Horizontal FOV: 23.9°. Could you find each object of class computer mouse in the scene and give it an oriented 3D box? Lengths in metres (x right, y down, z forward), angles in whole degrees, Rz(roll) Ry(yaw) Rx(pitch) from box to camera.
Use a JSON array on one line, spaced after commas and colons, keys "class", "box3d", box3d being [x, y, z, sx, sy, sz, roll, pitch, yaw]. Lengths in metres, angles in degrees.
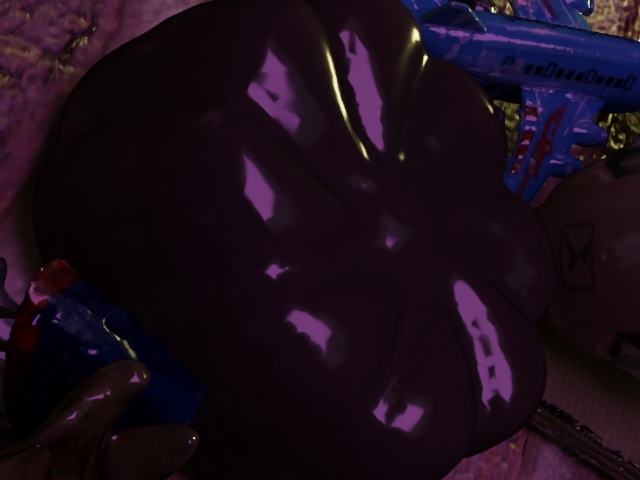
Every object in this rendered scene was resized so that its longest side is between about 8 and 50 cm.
[{"class": "computer mouse", "box3d": [0.318, 0.010, 0.944, 0.115, 0.389, 0.199, -3, 91, -77]}]

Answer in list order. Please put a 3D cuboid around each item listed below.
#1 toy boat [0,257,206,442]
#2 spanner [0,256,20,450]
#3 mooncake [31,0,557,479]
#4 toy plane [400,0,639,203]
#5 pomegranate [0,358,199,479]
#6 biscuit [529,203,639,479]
[{"class": "toy boat", "box3d": [-0.178, 0.019, 0.641, 0.318, 0.219, 0.072, 35, 67, -25]}, {"class": "spanner", "box3d": [-0.163, 0.133, 0.763, 0.054, 0.015, 0.254, 17, 66, -37]}, {"class": "mooncake", "box3d": [0.000, 0.000, 0.854, 0.306, 0.154, 0.306, 19, 62, -42]}, {"class": "toy plane", "box3d": [0.148, -0.124, 1.056, 0.271, 0.105, 0.254, 11, 70, -40]}, {"class": "pomegranate", "box3d": [-0.191, 0.139, 0.567, 0.306, 0.242, 0.242, -8, 80, -12]}, {"class": "biscuit", "box3d": [0.212, 0.092, 1.082, 0.250, 0.046, 0.147, 33, 56, -28]}]
